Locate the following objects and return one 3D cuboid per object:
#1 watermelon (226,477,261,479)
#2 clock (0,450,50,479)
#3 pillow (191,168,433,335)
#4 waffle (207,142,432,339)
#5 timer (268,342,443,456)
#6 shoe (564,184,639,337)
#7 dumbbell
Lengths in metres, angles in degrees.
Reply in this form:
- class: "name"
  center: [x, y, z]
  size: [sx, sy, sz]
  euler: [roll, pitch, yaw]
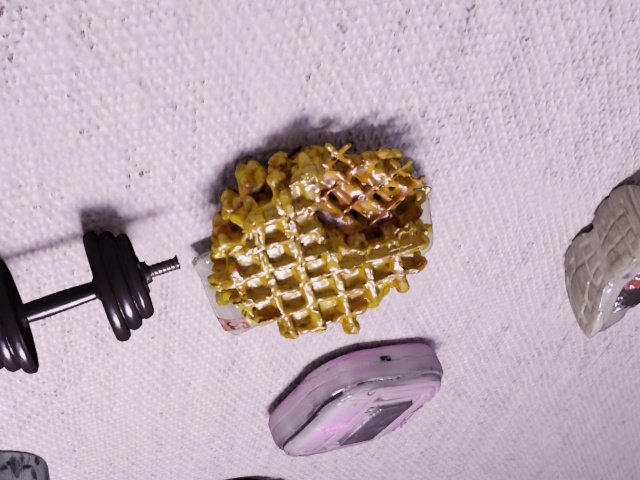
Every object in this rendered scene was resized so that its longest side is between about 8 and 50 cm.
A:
- class: "watermelon"
  center: [-0.178, 0.400, 1.753]
  size: [0.303, 0.159, 0.128]
  euler: [-17, 115, -10]
- class: "clock"
  center: [-0.418, 0.308, 1.441]
  size: [0.215, 0.042, 0.215]
  euler: [-16, 154, -8]
- class: "pillow"
  center: [-0.002, 0.011, 1.162]
  size: [0.229, 0.051, 0.128]
  euler: [-24, 142, 2]
- class: "waffle"
  center: [0.000, 0.000, 1.064]
  size: [0.193, 0.070, 0.197]
  euler: [2, 128, -20]
- class: "timer"
  center: [0.045, 0.200, 1.536]
  size: [0.190, 0.069, 0.208]
  euler: [-5, 149, -34]
- class: "shoe"
  center: [0.354, 0.019, 1.372]
  size: [0.125, 0.099, 0.227]
  euler: [-8, 147, -19]
- class: "dumbbell"
  center: [-0.217, 0.051, 1.031]
  size: [0.208, 0.099, 0.099]
  euler: [-19, 154, -7]
